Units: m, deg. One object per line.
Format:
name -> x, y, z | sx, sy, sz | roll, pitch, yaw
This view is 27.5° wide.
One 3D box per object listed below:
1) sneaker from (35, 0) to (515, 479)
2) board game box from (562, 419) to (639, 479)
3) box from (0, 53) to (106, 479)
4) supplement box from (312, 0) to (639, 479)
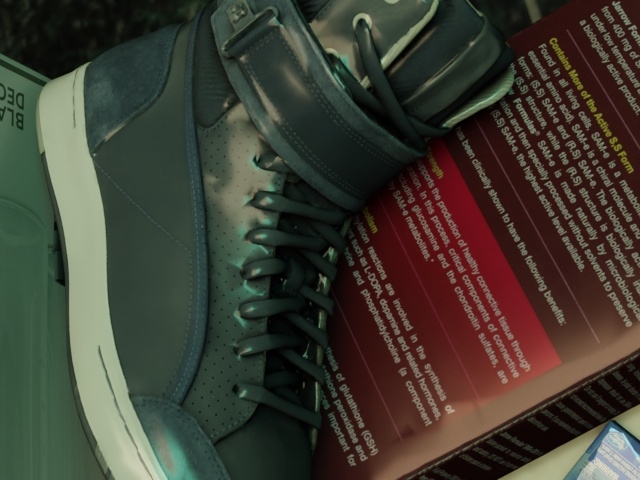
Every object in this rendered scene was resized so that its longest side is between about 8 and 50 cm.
sneaker -> -0.001, -0.001, 0.429 | 0.163, 0.086, 0.226 | -28, 62, 17
board game box -> 0.117, 0.130, 0.486 | 0.090, 0.020, 0.090 | 39, 96, 21
box -> -0.134, 0.084, 0.502 | 0.087, 0.169, 0.290 | -6, 80, 18
supplement box -> 0.065, 0.011, 0.488 | 0.239, 0.073, 0.130 | -30, 64, 13
